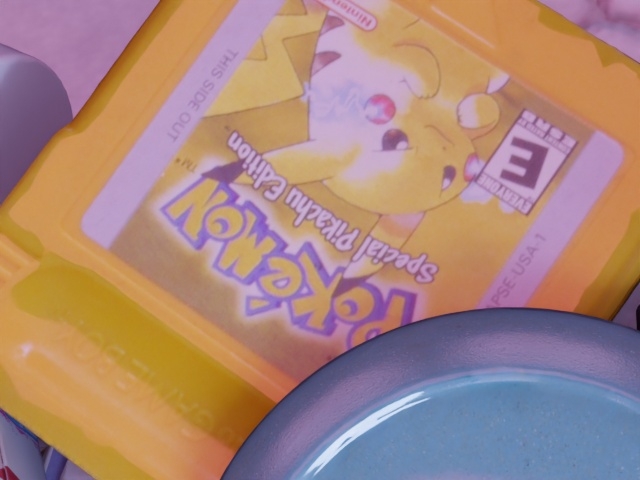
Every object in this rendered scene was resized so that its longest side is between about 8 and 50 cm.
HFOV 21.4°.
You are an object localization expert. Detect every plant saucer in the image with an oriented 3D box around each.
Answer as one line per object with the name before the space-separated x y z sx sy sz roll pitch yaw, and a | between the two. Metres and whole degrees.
plant saucer | 0.086 0.183 0.756 0.318 0.044 0.317 -2 77 7

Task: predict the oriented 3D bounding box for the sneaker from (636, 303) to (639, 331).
sneaker | 0.244 0.032 0.845 0.235 0.094 0.153 -35 65 3

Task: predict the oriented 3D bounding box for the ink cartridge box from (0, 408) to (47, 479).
ink cartridge box | -0.215 0.127 0.895 0.127 0.072 0.175 -24 45 3

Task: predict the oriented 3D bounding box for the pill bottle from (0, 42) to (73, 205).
pill bottle | -0.320 -0.089 1.010 0.334 0.188 0.188 22 66 25

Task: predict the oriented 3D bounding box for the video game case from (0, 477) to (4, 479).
video game case | -0.236 0.262 0.749 0.269 0.061 0.244 -21 69 3

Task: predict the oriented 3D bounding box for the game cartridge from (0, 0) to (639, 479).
game cartridge | 0.000 0.000 0.847 0.285 0.052 0.323 34 82 12

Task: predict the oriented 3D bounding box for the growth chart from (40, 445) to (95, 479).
growth chart | -0.120 0.160 0.888 0.172 0.021 0.237 8 60 31
